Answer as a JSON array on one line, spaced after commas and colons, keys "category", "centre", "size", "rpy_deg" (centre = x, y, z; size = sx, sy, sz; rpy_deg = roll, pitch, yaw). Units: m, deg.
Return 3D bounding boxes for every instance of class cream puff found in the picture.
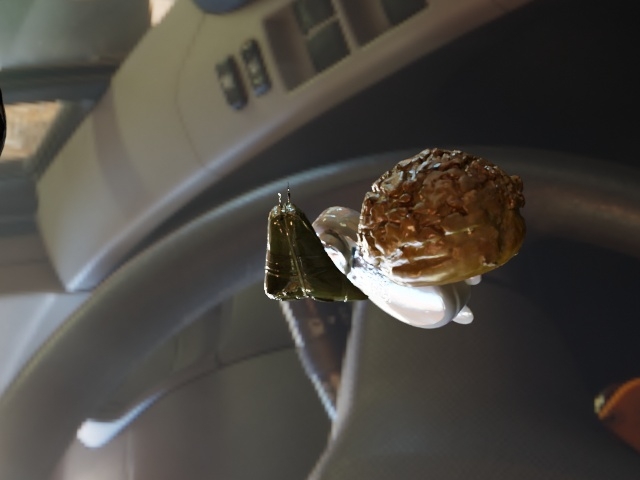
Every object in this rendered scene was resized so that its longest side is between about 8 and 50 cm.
[{"category": "cream puff", "centre": [0.110, -0.026, 1.108], "size": [0.150, 0.165, 0.115], "rpy_deg": [-82, -25, -70]}]

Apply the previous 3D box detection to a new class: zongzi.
[{"category": "zongzi", "centre": [0.000, 0.000, 1.433], "size": [0.062, 0.131, 0.154], "rpy_deg": [-86, 0, -71]}]

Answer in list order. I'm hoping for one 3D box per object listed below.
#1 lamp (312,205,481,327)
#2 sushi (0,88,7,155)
[{"category": "lamp", "centre": [0.103, 0.023, 1.602], "size": [0.108, 0.246, 0.179], "rpy_deg": [-55, -19, -33]}, {"category": "sushi", "centre": [-0.436, -0.093, 1.210], "size": [0.213, 0.200, 0.204], "rpy_deg": [10, -85, -75]}]
